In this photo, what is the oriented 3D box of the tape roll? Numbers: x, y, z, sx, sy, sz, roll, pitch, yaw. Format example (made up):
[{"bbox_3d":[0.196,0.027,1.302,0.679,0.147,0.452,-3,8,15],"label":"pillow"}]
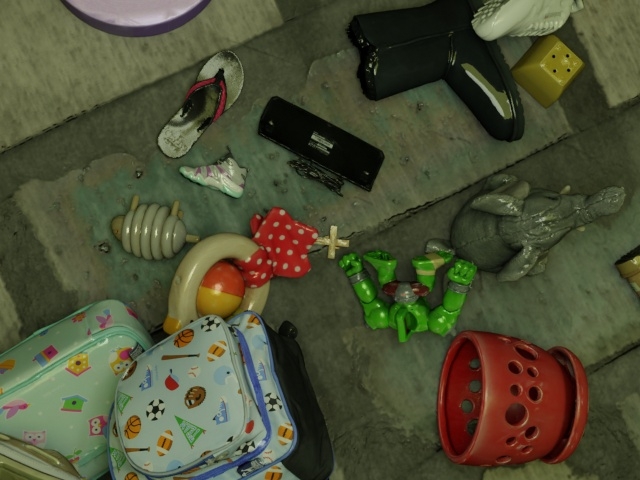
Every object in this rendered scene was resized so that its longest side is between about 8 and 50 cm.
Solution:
[{"bbox_3d":[-0.263,-0.430,1.699,0.274,0.090,0.275,0,90,-8],"label":"tape roll"}]

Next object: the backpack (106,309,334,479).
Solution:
[{"bbox_3d":[-0.142,0.241,1.516,0.263,0.277,0.213,-36,134,18],"label":"backpack"}]

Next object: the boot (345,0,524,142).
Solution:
[{"bbox_3d":[0.163,-0.233,1.747,0.207,0.094,0.247,-19,85,-11],"label":"boot"}]

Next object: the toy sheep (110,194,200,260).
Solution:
[{"bbox_3d":[-0.234,-0.014,1.702,0.132,0.091,0.091,6,89,11],"label":"toy sheep"}]

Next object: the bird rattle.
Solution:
[{"bbox_3d":[-0.114,0.069,1.655,0.207,0.143,0.254,18,101,-51],"label":"bird rattle"}]

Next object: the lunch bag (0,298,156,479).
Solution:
[{"bbox_3d":[-0.328,0.225,1.644,0.279,0.108,0.224,-29,122,-4],"label":"lunch bag"}]

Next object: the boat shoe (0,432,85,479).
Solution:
[{"bbox_3d":[-0.341,0.310,1.496,0.302,0.103,0.113,28,110,4],"label":"boat shoe"}]

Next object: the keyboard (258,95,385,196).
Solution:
[{"bbox_3d":[-0.007,-0.128,1.765,0.192,0.038,0.100,27,63,-5],"label":"keyboard"}]

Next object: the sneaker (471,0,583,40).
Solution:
[{"bbox_3d":[0.308,-0.334,1.736,0.235,0.090,0.095,-38,110,-36],"label":"sneaker"}]

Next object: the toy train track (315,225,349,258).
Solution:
[{"bbox_3d":[0.000,0.000,1.768,0.083,0.014,0.048,6,96,-2],"label":"toy train track"}]

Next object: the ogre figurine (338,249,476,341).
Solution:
[{"bbox_3d":[0.125,0.078,1.735,0.197,0.097,0.118,-2,107,4],"label":"ogre figurine"}]

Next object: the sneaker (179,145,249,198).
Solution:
[{"bbox_3d":[-0.150,-0.107,1.739,0.098,0.038,0.069,21,85,-16],"label":"sneaker"}]

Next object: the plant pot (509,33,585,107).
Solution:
[{"bbox_3d":[0.343,-0.255,1.778,0.081,0.083,0.081,42,85,-6],"label":"plant pot"}]

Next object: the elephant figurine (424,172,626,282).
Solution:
[{"bbox_3d":[0.283,-0.024,1.690,0.169,0.239,0.186,30,86,-6],"label":"elephant figurine"}]

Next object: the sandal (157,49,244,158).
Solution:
[{"bbox_3d":[-0.168,-0.194,1.733,0.067,0.040,0.179,36,85,-6],"label":"sandal"}]

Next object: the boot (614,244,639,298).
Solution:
[{"bbox_3d":[0.600,0.090,1.812,0.236,0.089,0.270,-33,94,4],"label":"boot"}]

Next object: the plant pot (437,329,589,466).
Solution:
[{"bbox_3d":[0.275,0.232,1.717,0.174,0.191,0.191,10,88,-14],"label":"plant pot"}]
